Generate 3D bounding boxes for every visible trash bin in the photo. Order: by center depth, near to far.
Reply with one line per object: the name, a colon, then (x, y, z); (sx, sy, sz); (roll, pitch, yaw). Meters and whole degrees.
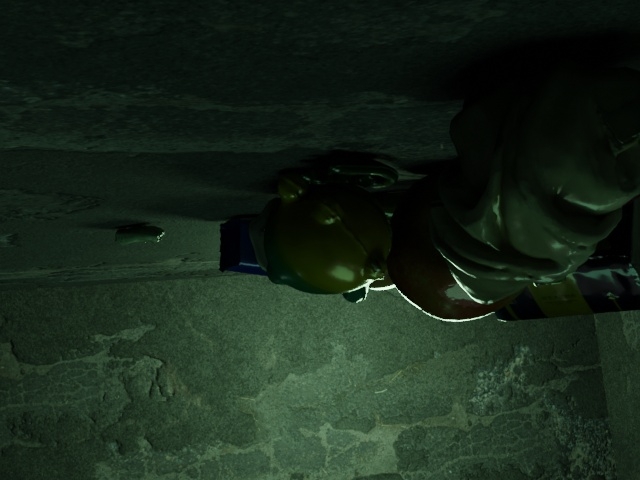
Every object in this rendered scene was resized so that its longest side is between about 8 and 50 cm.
trash bin: (-0.123, 0.019, 2.348); (0.234, 0.163, 0.184); (4, 169, -31)

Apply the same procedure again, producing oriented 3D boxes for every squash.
squash: (0.225, -0.080, 2.186); (0.252, 0.066, 0.066); (-5, 173, -15)

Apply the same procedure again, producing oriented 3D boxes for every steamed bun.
steamed bun: (0.279, -0.112, 1.286); (0.394, 0.237, 0.346); (-44, -173, 23)

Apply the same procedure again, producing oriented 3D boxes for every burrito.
burrito: (-0.416, -0.012, 2.249); (0.118, 0.044, 0.074); (-6, 176, 15)

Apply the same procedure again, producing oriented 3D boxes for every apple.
apple: (0.278, 0.004, 1.952); (0.319, 0.319, 0.277); (-9, 155, 21)

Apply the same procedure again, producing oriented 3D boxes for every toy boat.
toy boat: (0.059, -0.122, 1.750); (0.210, 0.052, 0.104); (1, 168, -45)

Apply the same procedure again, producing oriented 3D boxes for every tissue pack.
tissue pack: (0.617, 0.037, 2.441); (0.416, 0.264, 0.253); (-9, 139, 33)

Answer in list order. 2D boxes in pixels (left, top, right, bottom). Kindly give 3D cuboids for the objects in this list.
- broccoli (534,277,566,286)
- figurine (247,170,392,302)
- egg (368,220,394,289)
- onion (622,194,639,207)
broccoli: (0.504, -0.018, 2.219); (0.247, 0.244, 0.263); (-8, -177, -44)
figurine: (0.000, 0.000, 1.899); (0.231, 0.324, 0.340); (-44, -167, -17)
egg: (0.146, 0.026, 2.398); (0.201, 0.201, 0.244); (-9, -165, 18)
onion: (0.508, -0.131, 1.706); (0.177, 0.153, 0.177); (-30, 167, -8)
